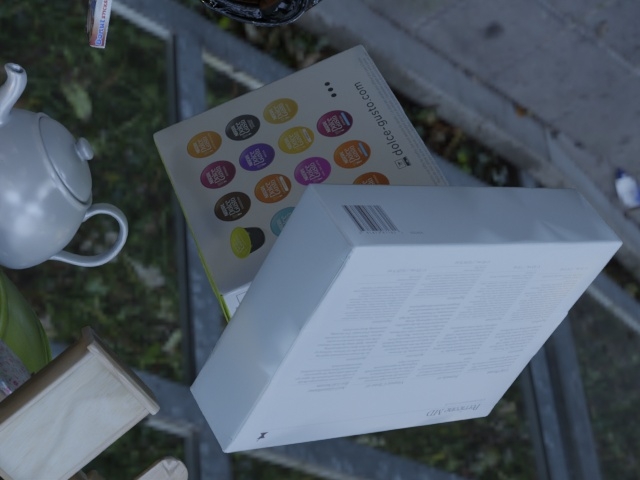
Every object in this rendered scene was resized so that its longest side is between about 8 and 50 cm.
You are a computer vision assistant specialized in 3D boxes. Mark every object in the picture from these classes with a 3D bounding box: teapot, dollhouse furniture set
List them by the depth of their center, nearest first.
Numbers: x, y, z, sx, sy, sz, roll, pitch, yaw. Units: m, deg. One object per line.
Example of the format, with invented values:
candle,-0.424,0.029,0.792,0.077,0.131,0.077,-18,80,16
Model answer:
dollhouse furniture set,-0.313,0.146,1.553,0.173,0.355,0.303,-38,118,-1
teapot,-0.410,-0.089,1.901,0.187,0.253,0.256,-24,167,6

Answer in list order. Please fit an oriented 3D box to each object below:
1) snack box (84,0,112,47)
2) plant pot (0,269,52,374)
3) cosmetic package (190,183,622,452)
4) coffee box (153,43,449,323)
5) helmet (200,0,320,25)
snack box,-0.293,-0.297,1.736,0.022,0.178,0.064,9,103,-15
plant pot,-0.562,0.148,1.873,0.366,0.367,0.353,1,159,-12
cosmetic package,0.091,0.076,1.345,0.377,0.097,0.284,0,132,-40
coffee box,0.000,0.000,1.878,0.334,0.338,0.338,-23,139,-4
helmet,-0.047,-0.303,1.255,0.169,0.162,0.169,15,148,10
